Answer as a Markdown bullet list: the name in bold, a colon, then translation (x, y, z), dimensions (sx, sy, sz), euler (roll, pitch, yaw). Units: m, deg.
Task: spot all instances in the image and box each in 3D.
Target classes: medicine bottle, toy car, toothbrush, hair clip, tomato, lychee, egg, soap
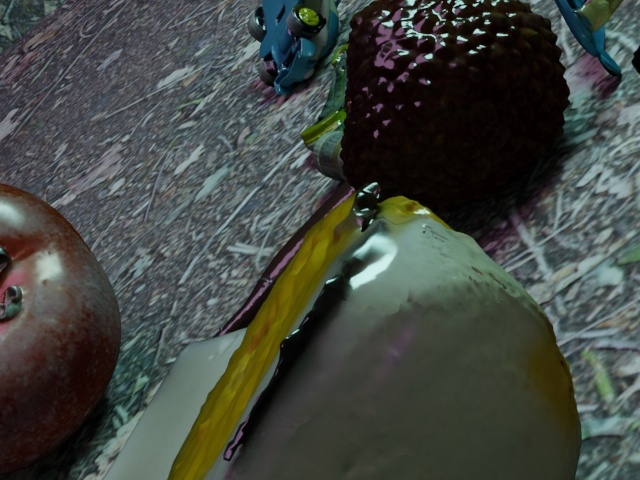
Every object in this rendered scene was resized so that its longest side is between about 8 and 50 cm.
- **medicine bottle**: translation (0.028, -0.074, 1.570), dimensions (0.047, 0.047, 0.083), euler (-44, 21, -10)
- **toy car**: translation (-0.011, -0.241, 1.949), dimensions (0.126, 0.098, 0.161), euler (123, 146, -44)
- **toothbrush**: translation (-0.001, -0.001, 1.482), dimensions (0.364, 0.041, 0.041), euler (-47, 21, -14)
- **hair clip**: translation (0.017, -0.142, 1.744), dimensions (0.060, 0.033, 0.188), euler (-30, 25, 31)
- **tomato**: translation (-0.319, 0.088, 1.554), dimensions (0.270, 0.270, 0.227), euler (-50, -8, -25)
- **lychee**: translation (0.104, -0.112, 1.354), dimensions (0.188, 0.188, 0.188), euler (-35, 21, 16)
- **egg**: translation (0.021, 0.142, 0.924), dimensions (0.337, 0.201, 0.337), euler (-59, 1, 1)
- **soap**: translation (-0.087, 0.148, 1.294), dimensions (0.121, 0.064, 0.183), euler (-18, 30, 44)

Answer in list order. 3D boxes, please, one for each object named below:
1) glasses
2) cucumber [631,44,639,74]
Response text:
- **glasses**: translation (0.237, -0.268, 1.399), dimensions (0.239, 0.102, 0.207), euler (-81, 14, -62)
- **cucumber**: translation (0.279, -0.100, 1.155), dimensions (0.074, 0.074, 0.241), euler (-38, 23, 7)
